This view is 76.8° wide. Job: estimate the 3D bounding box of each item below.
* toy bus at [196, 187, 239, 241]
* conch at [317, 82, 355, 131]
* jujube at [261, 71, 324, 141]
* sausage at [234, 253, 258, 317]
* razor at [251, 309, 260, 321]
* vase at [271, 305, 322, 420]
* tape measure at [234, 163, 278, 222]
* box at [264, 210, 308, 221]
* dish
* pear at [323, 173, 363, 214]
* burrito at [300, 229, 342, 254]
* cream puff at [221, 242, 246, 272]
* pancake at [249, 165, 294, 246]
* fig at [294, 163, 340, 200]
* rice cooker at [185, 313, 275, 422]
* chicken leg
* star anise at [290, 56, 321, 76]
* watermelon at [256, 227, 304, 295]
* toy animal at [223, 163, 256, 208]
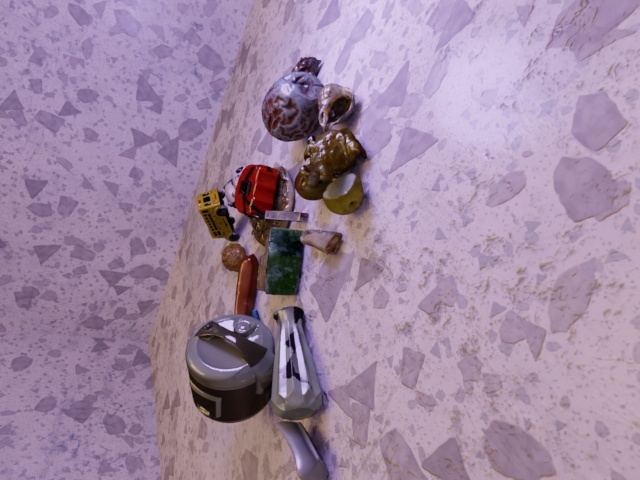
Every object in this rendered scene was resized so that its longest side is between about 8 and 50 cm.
[{"bbox_3d":[-0.548,-0.120,2.172,0.331,0.151,0.145,81,168,-53],"label":"toy bus"},{"bbox_3d":[0.053,-0.484,1.457,0.155,0.130,0.207,-19,44,51],"label":"conch"},{"bbox_3d":[-0.114,-0.531,1.647,0.308,0.247,0.215,131,160,-60],"label":"jujube"},{"bbox_3d":[-0.347,0.233,1.879,0.094,0.097,0.347,1,74,16],"label":"sausage"},{"bbox_3d":[-0.261,0.389,1.740,0.253,0.042,0.081,-123,20,-53],"label":"razor"},{"bbox_3d":[-0.090,0.401,1.356,0.165,0.165,0.359,-51,35,37],"label":"vase"},{"bbox_3d":[-0.297,-0.216,1.815,0.261,0.114,0.252,8,87,55],"label":"tape measure"},{"bbox_3d":[-0.142,-0.099,1.659,0.207,0.050,0.041,5,86,40],"label":"box"},{"bbox_3d":[-0.048,0.642,1.216,0.212,0.077,0.151,37,156,57],"label":"dish"},{"bbox_3d":[0.083,-0.140,1.310,0.141,0.104,0.141,-23,39,20],"label":"pear"},{"bbox_3d":[0.000,0.000,1.436,0.226,0.061,0.086,15,88,59],"label":"burrito"},{"bbox_3d":[-0.456,0.087,2.103,0.165,0.115,0.149,7,89,58],"label":"cream puff"},{"bbox_3d":[-0.230,-0.164,1.866,0.382,0.071,0.381,-22,62,50],"label":"pancake"},{"bbox_3d":[0.022,-0.208,1.440,0.246,0.149,0.149,6,84,37],"label":"fig"},{"bbox_3d":[-0.321,0.459,1.477,0.335,0.336,0.324,-121,29,-50],"label":"rice cooker"},{"bbox_3d":[0.045,-0.263,1.325,0.360,0.212,0.140,-88,-17,-57],"label":"chicken leg"},{"bbox_3d":[-0.089,-0.730,1.828,0.236,0.109,0.222,-28,51,54],"label":"star anise"},{"bbox_3d":[-0.155,0.086,1.605,0.302,0.151,0.263,155,121,-74],"label":"watermelon"},{"bbox_3d":[-0.386,-0.285,2.080,0.235,0.165,0.187,-44,59,43],"label":"toy animal"}]
